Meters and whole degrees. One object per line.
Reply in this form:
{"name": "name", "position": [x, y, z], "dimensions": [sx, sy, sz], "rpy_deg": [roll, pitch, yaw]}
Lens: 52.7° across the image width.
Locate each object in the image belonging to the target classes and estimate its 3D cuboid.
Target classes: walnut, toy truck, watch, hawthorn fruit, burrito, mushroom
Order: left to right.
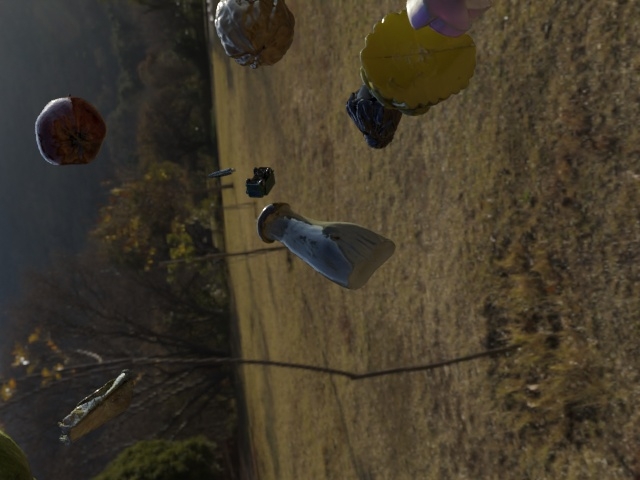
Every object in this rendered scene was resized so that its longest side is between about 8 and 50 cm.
{"name": "hawthorn fruit", "position": [-0.581, -0.260, 1.480], "dimensions": [0.203, 0.163, 0.162], "rpy_deg": [38, 134, 50]}
{"name": "burrito", "position": [-0.357, 0.271, 1.042], "dimensions": [0.041, 0.149, 0.055], "rpy_deg": [-1, 113, 35]}
{"name": "walnut", "position": [-0.156, -0.516, 1.543], "dimensions": [0.245, 0.198, 0.198], "rpy_deg": [-108, 19, -44]}
{"name": "toy truck", "position": [-0.206, -0.198, 2.202], "dimensions": [0.147, 0.065, 0.079], "rpy_deg": [-66, -26, -57]}
{"name": "mushroom", "position": [0.000, 0.000, 1.534], "dimensions": [0.329, 0.159, 0.122], "rpy_deg": [26, 130, 29]}
{"name": "watch", "position": [0.220, -0.430, 0.896], "dimensions": [0.217, 0.248, 0.211], "rpy_deg": [-33, 93, 41]}

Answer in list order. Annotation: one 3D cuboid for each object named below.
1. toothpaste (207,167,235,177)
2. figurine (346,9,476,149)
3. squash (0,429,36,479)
{"name": "toothpaste", "position": [-0.288, -0.195, 1.879], "dimensions": [0.027, 0.083, 0.019], "rpy_deg": [28, -132, -79]}
{"name": "figurine", "position": [0.126, -0.279, 1.176], "dimensions": [0.168, 0.187, 0.315], "rpy_deg": [53, 168, -3]}
{"name": "squash", "position": [-0.650, 0.428, 1.070], "dimensions": [0.310, 0.309, 0.310], "rpy_deg": [-33, 38, 31]}
